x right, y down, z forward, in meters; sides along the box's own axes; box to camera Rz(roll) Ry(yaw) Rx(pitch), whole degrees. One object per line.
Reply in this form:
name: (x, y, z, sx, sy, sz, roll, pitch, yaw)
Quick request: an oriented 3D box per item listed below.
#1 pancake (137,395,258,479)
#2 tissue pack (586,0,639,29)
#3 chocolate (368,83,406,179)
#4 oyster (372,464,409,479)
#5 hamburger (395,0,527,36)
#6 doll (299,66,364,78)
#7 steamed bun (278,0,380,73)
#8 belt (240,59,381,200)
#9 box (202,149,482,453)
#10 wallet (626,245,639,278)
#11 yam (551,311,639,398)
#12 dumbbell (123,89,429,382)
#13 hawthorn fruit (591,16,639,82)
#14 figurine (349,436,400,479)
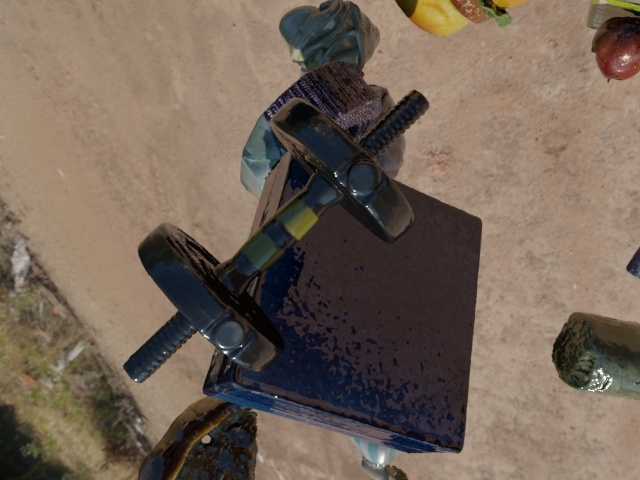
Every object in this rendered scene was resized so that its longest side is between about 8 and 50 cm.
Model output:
pancake: (-0.214, 0.383, 1.001, 0.212, 0.258, 0.056, 7, 157, -12)
tissue pack: (0.795, -0.659, 1.404, 0.167, 0.274, 0.201, 22, 102, 18)
chocolate: (0.081, -0.210, 1.352, 0.303, 0.303, 0.213, -11, 127, 45)
oyster: (0.157, 0.603, 1.161, 0.223, 0.083, 0.214, 54, 129, 35)
hamburger: (0.145, -0.324, 0.516, 0.169, 0.246, 0.246, -13, 113, 38)
doll: (0.045, -0.570, 1.804, 0.217, 0.085, 0.183, 13, 92, 12)
steamed bun: (0.022, -0.441, 1.282, 0.211, 0.218, 0.145, -10, 73, 25)
belt: (-0.018, -0.172, 0.962, 0.122, 0.260, 0.325, 50, 165, 5)
box: (0.039, 0.068, 0.626, 0.261, 0.279, 0.116, 23, 151, -19)
wallet: (0.693, 0.050, 1.058, 0.165, 0.030, 0.111, 27, 129, 16)
yam: (0.735, 0.286, 1.339, 0.299, 0.195, 0.195, 10, 134, 0)
dumbbell: (-0.034, -0.005, 0.448, 0.143, 0.325, 0.143, 46, 178, 2)
hawthorn fruit: (0.751, -0.472, 1.388, 0.148, 0.148, 0.172, 27, 151, 21)
figurine: (0.037, 0.230, 1.118, 0.377, 0.266, 0.362, 23, 122, 32)
